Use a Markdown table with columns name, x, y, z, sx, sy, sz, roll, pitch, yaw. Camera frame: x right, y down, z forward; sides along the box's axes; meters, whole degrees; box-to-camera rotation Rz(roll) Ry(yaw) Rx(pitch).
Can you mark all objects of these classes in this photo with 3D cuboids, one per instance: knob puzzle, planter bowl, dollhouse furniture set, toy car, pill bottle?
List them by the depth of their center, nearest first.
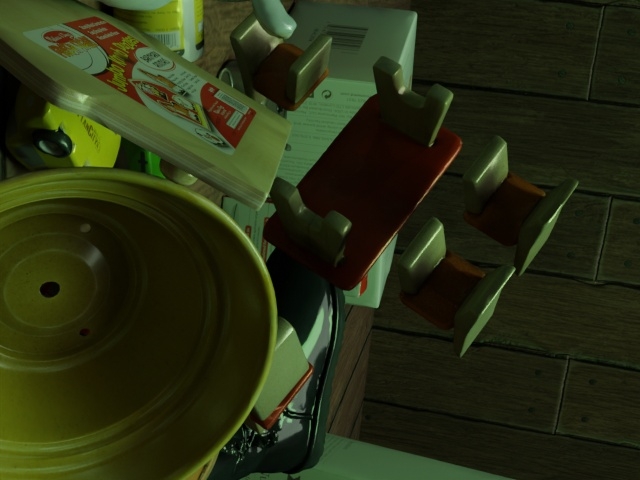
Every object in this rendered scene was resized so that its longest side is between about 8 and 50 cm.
| name | x | y | z | sx | sy | sz | roll | pitch | yaw |
| --- | --- | --- | --- | --- | --- | --- | --- | --- | --- |
| knob puzzle | -0.109 | -0.082 | 0.432 | 0.030 | 0.213 | 0.213 | -57 | 177 | 17 |
| planter bowl | -0.140 | 0.045 | 0.464 | 0.090 | 0.217 | 0.217 | -134 | -139 | -53 |
| toy car | -0.146 | -0.042 | 0.599 | 0.225 | 0.053 | 0.238 | -66 | 162 | -58 |
| pill bottle | -0.116 | -0.187 | 0.605 | 0.065 | 0.065 | 0.116 | -66 | 163 | -56 |
| dollhouse furniture set | 0.000 | 0.000 | 0.612 | 0.259 | 0.262 | 0.135 | -51 | 162 | -18 |

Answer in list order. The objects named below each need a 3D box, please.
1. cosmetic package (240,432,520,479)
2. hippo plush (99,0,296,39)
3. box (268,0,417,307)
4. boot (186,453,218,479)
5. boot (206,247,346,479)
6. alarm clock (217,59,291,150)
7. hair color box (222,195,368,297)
| name | x | y | z | sx | sy | sz | roll | pitch | yaw |
| --- | --- | --- | --- | --- | --- | --- | --- | --- | --- |
| cosmetic package | 0.042 | 0.357 | 1.003 | 0.156 | 0.385 | 0.217 | -2 | 100 | -73 |
| hippo plush | -0.067 | -0.250 | 0.446 | 0.234 | 0.294 | 0.236 | 66 | -25 | 18 |
| box | 0.023 | -0.114 | 1.155 | 0.215 | 0.168 | 0.345 | -70 | 164 | -50 |
| boot | -0.166 | 0.183 | 0.596 | 0.220 | 0.109 | 0.283 | 6 | 100 | -76 |
| boot | -0.071 | 0.111 | 0.797 | 0.207 | 0.094 | 0.246 | 10 | 84 | -56 |
| alarm clock | -0.077 | -0.129 | 0.898 | 0.192 | 0.064 | 0.129 | 46 | 53 | -74 |
| hair color box | -0.028 | 0.003 | 0.964 | 0.053 | 0.167 | 0.093 | -36 | 133 | -75 |
